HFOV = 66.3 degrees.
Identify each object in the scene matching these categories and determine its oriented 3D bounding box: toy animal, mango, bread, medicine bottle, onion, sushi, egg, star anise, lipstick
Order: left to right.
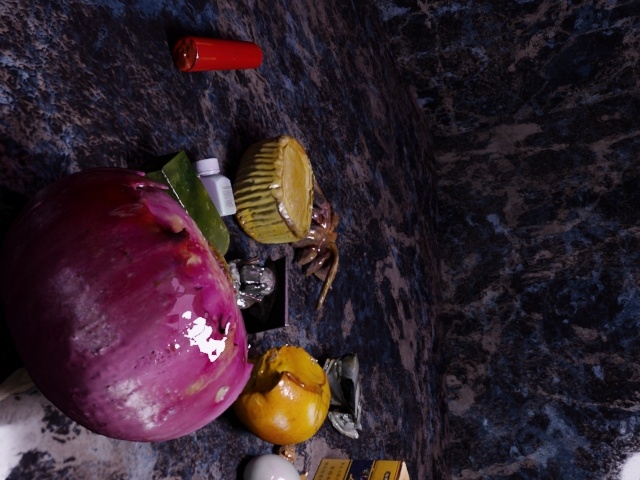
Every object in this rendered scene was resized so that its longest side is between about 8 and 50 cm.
[{"bbox_3d":[-0.261,0.082,0.625,0.345,0.358,0.358,-5,86,-22],"label":"onion"},{"bbox_3d":[-0.225,-0.105,1.003,0.055,0.074,0.117,-22,101,-63],"label":"medicine bottle"},{"bbox_3d":[-0.226,-0.422,1.111,0.280,0.073,0.073,-40,118,-61],"label":"lipstick"},{"bbox_3d":[-0.101,0.506,1.028,0.135,0.103,0.103,43,41,-23],"label":"egg"},{"bbox_3d":[-0.108,-0.122,1.181,0.227,0.143,0.253,48,38,-48],"label":"bread"},{"bbox_3d":[-0.086,0.580,1.108,0.099,0.057,0.241,47,43,-40],"label":"toy animal"},{"bbox_3d":[-0.078,0.334,1.072,0.199,0.201,0.350,-49,147,-11],"label":"mango"},{"bbox_3d":[-0.002,-0.001,1.400,0.292,0.109,0.349,56,36,-34],"label":"star anise"},{"bbox_3d":[0.058,0.453,1.407,0.134,0.109,0.272,-72,158,-50],"label":"sushi"}]

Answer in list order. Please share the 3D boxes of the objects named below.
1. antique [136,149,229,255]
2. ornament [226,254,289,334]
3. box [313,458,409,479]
[{"bbox_3d":[-0.254,-0.052,0.924,0.220,0.080,0.081,67,30,-30],"label":"antique"},{"bbox_3d":[-0.186,0.098,1.028,0.196,0.153,0.166,14,66,-37],"label":"ornament"},{"bbox_3d":[0.092,0.635,1.239,0.152,0.237,0.070,-47,121,-58],"label":"box"}]
